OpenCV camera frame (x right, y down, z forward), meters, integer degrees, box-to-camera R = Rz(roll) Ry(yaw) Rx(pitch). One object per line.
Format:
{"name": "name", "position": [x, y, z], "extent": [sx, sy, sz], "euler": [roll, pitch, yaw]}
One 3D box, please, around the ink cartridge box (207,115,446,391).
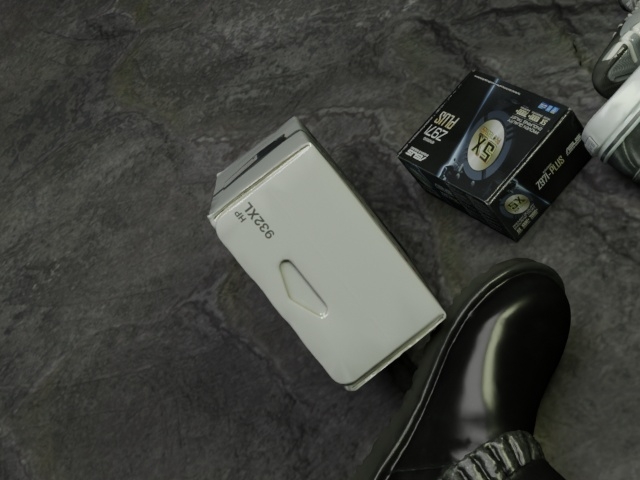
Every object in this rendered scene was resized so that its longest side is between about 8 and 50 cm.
{"name": "ink cartridge box", "position": [0.000, 0.000, 1.273], "extent": [0.129, 0.223, 0.307], "euler": [-38, 11, 4]}

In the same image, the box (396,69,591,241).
{"name": "box", "position": [0.203, -0.104, 1.404], "extent": [0.147, 0.077, 0.180], "euler": [-48, 39, -6]}

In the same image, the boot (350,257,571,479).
{"name": "boot", "position": [0.193, 0.196, 1.096], "extent": [0.260, 0.131, 0.348], "euler": [21, 77, 53]}

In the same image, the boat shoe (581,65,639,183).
{"name": "boat shoe", "position": [0.430, -0.192, 1.280], "extent": [0.119, 0.121, 0.335], "euler": [43, 96, 10]}

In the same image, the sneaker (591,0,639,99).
{"name": "sneaker", "position": [0.378, -0.251, 1.400], "extent": [0.228, 0.086, 0.132], "euler": [-39, 33, -11]}
